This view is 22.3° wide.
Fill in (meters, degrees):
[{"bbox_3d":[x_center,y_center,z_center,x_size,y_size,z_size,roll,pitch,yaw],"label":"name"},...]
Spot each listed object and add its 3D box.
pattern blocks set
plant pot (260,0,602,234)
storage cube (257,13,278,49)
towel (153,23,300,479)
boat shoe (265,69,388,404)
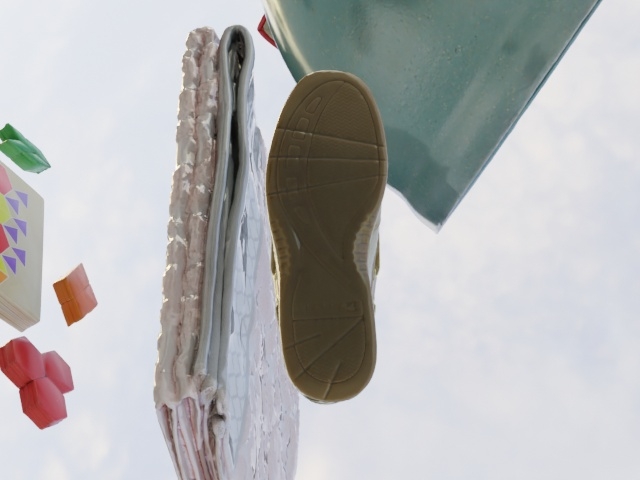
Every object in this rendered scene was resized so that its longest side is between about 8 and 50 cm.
[{"bbox_3d":[-0.296,-0.013,1.407,0.026,0.285,0.325,-30,-149,19],"label":"pattern blocks set"},{"bbox_3d":[0.073,-0.178,0.948,0.196,0.293,0.293,35,-72,3],"label":"plant pot"},{"bbox_3d":[0.094,-0.225,1.486,0.215,0.193,0.183,38,-64,13],"label":"storage cube"},{"bbox_3d":[-0.055,0.067,1.133,0.053,0.317,0.331,-3,-130,5],"label":"towel"},{"bbox_3d":[0.000,0.000,0.649,0.045,0.050,0.135,113,-18,-74],"label":"boat shoe"}]
